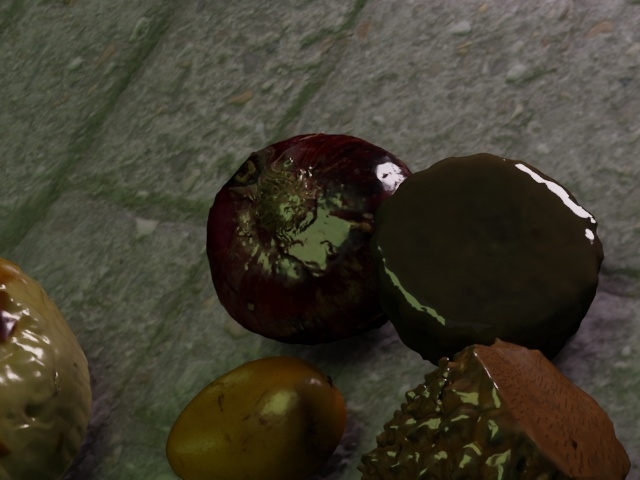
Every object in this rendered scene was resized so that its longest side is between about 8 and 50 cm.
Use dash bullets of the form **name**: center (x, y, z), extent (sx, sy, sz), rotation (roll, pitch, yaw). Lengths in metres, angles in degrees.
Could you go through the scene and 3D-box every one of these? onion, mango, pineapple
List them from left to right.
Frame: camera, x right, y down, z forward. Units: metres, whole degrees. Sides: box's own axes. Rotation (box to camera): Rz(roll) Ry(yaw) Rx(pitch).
- **mango**: center (-0.073, 0.194, 1.960), extent (0.219, 0.112, 0.144), rotation (-16, 48, 32)
- **onion**: center (0.000, 0.000, 2.024), extent (0.246, 0.190, 0.246), rotation (-9, 67, 21)
- **pineapple**: center (0.097, 0.262, 1.720), extent (0.357, 0.223, 0.223), rotation (-45, 37, 24)

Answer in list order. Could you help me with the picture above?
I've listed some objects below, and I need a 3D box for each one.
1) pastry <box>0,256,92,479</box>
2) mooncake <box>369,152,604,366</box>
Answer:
- **pastry**: center (-0.456, 0.173, 2.119), extent (0.389, 0.312, 0.388), rotation (-17, 49, 21)
- **mooncake**: center (0.160, 0.029, 1.868), extent (0.228, 0.124, 0.228), rotation (0, 58, 0)
